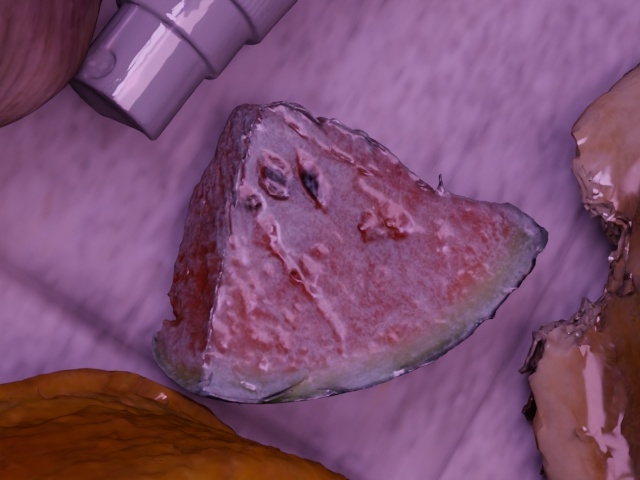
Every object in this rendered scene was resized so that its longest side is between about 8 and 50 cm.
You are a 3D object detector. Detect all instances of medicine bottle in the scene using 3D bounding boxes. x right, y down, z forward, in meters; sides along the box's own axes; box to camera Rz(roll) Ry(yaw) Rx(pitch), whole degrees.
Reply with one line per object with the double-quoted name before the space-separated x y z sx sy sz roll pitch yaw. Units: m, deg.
"medicine bottle" 0.014 -0.193 0.731 0.110 0.110 0.352 39 79 -19

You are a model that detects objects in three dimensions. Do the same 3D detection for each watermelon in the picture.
"watermelon" 0.000 0.000 0.765 0.187 0.071 0.139 -22 88 -22

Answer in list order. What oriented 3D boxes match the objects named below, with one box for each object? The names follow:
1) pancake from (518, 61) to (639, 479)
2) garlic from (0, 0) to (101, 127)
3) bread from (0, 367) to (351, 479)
"pancake" 0.266 0.052 0.868 0.382 0.071 0.382 -1 94 -22
"garlic" -0.125 -0.169 0.588 0.245 0.253 0.245 41 37 -42
"bread" -0.075 0.240 0.643 0.337 0.204 0.358 -29 106 -33
